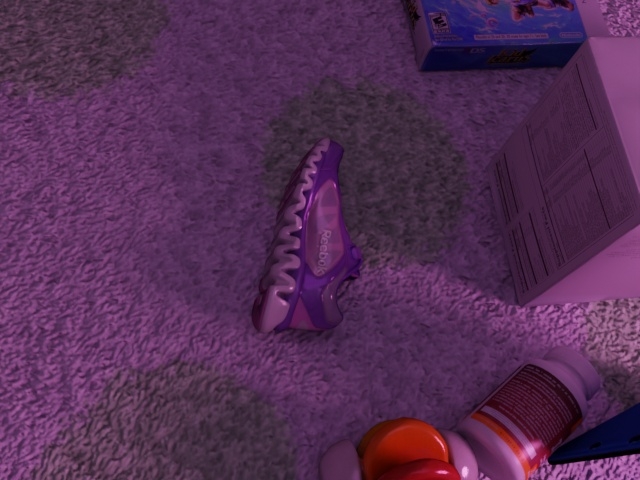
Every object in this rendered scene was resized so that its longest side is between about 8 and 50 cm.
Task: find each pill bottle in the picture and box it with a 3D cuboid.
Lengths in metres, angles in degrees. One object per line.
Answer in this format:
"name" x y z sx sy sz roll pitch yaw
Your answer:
"pill bottle" 0.225 0.183 0.720 0.152 0.086 0.086 -36 78 -21

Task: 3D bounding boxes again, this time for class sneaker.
"sneaker" 0.000 0.000 0.760 0.104 0.095 0.237 17 70 -10

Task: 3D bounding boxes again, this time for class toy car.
"toy car" 0.089 0.257 0.637 0.159 0.136 0.182 -4 68 -12

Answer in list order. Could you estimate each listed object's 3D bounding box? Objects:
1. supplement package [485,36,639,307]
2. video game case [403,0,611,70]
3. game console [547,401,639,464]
"supplement package" 0.340 -0.063 0.746 0.199 0.263 0.198 -4 68 -11
"video game case" 0.250 -0.364 0.968 0.269 0.061 0.244 -5 68 -12
"game console" 0.411 0.199 0.634 0.250 0.293 0.173 34 67 4
